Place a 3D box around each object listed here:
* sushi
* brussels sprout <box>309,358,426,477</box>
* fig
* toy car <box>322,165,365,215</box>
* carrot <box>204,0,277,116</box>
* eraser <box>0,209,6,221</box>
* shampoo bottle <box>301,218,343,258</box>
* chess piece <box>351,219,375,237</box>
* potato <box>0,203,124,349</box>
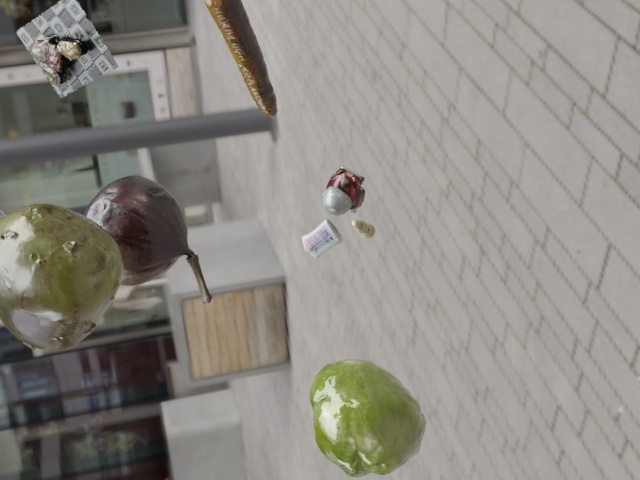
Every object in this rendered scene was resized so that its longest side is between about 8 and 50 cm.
[{"bbox_3d":[-0.436,-0.317,1.503,0.201,0.031,0.139,-14,114,44],"label":"sushi"},{"bbox_3d":[0.111,0.425,2.107,0.316,0.242,0.274,44,-175,-11],"label":"brussels sprout"},{"bbox_3d":[-0.309,-0.008,1.628,0.204,0.249,0.186,-68,-23,-18],"label":"fig"},{"bbox_3d":[0.054,-0.123,2.418,0.112,0.112,0.139,31,147,12],"label":"toy car"},{"bbox_3d":[-0.144,-0.365,1.750,0.066,0.066,0.314,-116,1,-52],"label":"carrot"},{"bbox_3d":[-0.922,0.049,2.575,0.124,0.081,0.279,110,141,-84],"label":"eraser"},{"bbox_3d":[0.000,0.000,2.284,0.072,0.099,0.043,54,-164,-1],"label":"shampoo bottle"},{"bbox_3d":[0.092,-0.030,2.009,0.092,0.035,0.035,24,-130,-65],"label":"chess piece"},{"bbox_3d":[-0.422,0.064,1.403,0.307,0.210,0.173,-58,7,52],"label":"potato"}]
